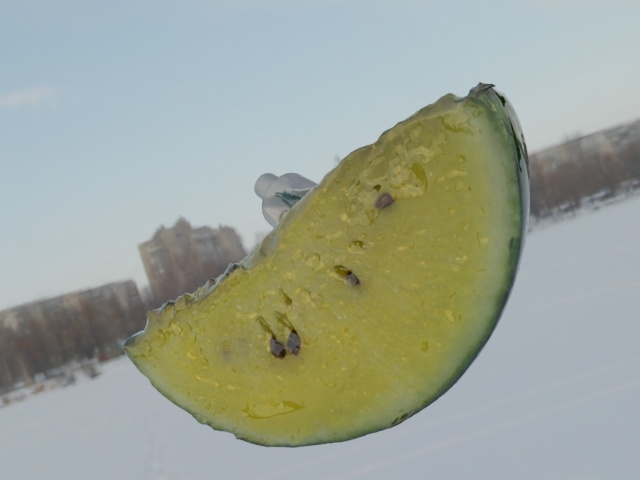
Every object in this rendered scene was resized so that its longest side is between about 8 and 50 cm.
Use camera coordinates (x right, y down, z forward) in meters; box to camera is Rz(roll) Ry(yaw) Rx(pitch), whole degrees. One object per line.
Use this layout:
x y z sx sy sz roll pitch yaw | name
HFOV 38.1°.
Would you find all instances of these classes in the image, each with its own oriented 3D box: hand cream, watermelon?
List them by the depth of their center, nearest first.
0.015 0.030 0.525 0.301 0.129 0.123 -38 23 34 | watermelon
0.004 0.000 0.744 0.050 0.084 0.257 -2 22 -23 | hand cream
